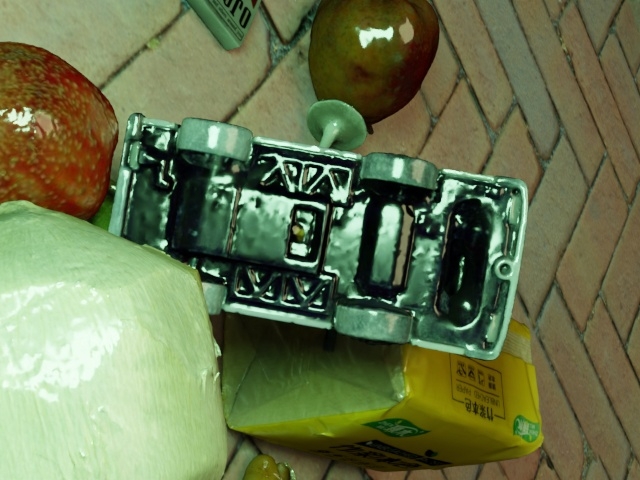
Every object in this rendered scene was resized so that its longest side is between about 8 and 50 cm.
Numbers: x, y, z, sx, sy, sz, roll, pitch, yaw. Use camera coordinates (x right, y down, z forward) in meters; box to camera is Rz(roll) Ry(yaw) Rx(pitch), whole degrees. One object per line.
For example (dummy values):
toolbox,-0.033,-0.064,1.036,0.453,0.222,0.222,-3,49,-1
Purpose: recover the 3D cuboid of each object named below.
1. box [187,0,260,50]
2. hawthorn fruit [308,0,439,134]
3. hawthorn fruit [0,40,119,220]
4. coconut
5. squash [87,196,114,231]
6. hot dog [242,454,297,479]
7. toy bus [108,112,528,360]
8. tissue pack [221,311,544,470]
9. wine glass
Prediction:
box,-0.155,-0.365,1.808,0.177,0.035,0.115,51,43,-36
hawthorn fruit,0.081,-0.273,2.007,0.208,0.208,0.248,-38,136,-54
hawthorn fruit,-0.304,-0.093,1.373,0.253,0.205,0.205,34,53,-56
coconut,-0.257,0.139,1.231,0.346,0.346,0.360,-9,92,-57
squash,-0.271,0.018,1.484,0.095,0.095,0.188,54,35,-33
hot dog,-0.069,0.352,1.713,0.090,0.060,0.140,45,50,-34
toy bus,0.000,0.000,1.476,0.249,0.439,0.209,27,72,-85
tissue pack,0.091,0.184,1.787,0.382,0.293,0.228,28,57,-50
wine glass,-0.064,-0.136,1.822,0.264,0.096,0.310,60,39,-30
